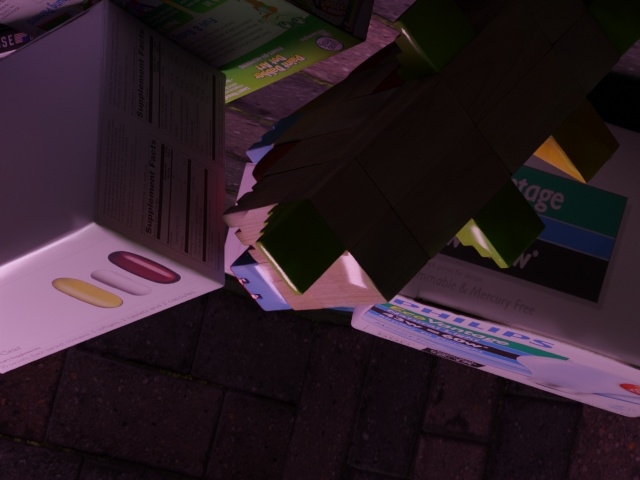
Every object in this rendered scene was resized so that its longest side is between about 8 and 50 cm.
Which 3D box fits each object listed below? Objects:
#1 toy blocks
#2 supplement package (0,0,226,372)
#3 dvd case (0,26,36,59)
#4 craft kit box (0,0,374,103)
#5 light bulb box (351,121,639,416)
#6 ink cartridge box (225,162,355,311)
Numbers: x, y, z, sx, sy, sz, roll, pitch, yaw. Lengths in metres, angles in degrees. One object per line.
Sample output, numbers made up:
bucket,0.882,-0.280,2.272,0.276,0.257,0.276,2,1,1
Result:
toy blocks,0.050,-0.074,1.242,0.190,0.381,0.261,52,155,-15
supplement package,-0.221,-0.035,1.276,0.262,0.204,0.145,-22,146,33
dvd case,-0.223,-0.197,1.494,0.239,0.029,0.179,-10,-178,28
craft kit box,-0.126,-0.195,1.246,0.247,0.061,0.250,26,158,-29
light bulb box,0.242,0.023,1.611,0.358,0.225,0.361,18,171,-1
ink cartridge box,0.000,0.000,2.323,0.168,0.171,0.233,5,169,42
